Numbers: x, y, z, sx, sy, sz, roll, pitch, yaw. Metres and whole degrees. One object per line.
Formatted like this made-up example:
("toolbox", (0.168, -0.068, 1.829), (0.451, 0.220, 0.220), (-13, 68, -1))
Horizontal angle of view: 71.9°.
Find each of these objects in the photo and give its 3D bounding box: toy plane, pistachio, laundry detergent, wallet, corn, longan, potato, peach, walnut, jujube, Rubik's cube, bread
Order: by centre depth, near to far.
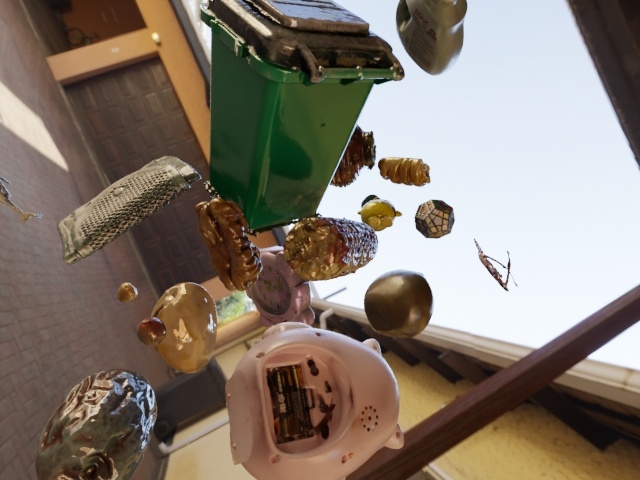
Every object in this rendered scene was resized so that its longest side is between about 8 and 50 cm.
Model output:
("corn", (0.032, 0.009, 0.723), (0.098, 0.098, 0.289), (63, 18, 8))
("walnut", (-0.157, 0.005, 0.779), (0.142, 0.069, 0.171), (-2, -70, 49))
("jujube", (-0.515, 0.438, 1.032), (0.215, 0.247, 0.308), (39, -1, -20))
("wallet", (-0.468, -0.094, 1.058), (0.237, 0.342, 0.075), (33, -25, 51))
("Rubik's cube", (0.303, -0.057, 1.174), (0.111, 0.093, 0.111), (51, -19, 25))
("peach", (-0.481, 0.258, 1.260), (0.083, 0.083, 0.083), (57, -18, 29))
("laundry detergent", (0.334, -0.675, 1.321), (0.264, 0.124, 0.398), (51, 3, 5))
("bread", (0.261, -0.212, 1.361), (0.177, 0.119, 0.084), (14, -83, 30))
("toy plane", (-1.035, -0.145, 1.415), (0.273, 0.107, 0.182), (47, -13, -26))
("pistachio", (-0.457, 0.291, 1.485), (0.230, 0.229, 0.309), (-145, -132, -62))
("potato", (-0.723, 0.197, 1.650), (0.068, 0.083, 0.062), (50, 10, 13))
("longan", (0.318, 0.252, 1.772), (0.289, 0.288, 0.350), (65, -17, 2))

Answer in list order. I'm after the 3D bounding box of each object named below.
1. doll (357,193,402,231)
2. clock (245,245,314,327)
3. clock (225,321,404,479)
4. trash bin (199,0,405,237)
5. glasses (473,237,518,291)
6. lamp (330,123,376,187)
("doll", (0.264, -0.125, 1.989), (0.363, 0.199, 0.146), (-81, 175, -71))
("clock", (-0.163, 0.185, 1.698), (0.295, 0.113, 0.323), (-6, -77, 37))
("clock", (0.001, 0.352, 0.969), (0.251, 0.375, 0.369), (125, -42, -54))
("trash bin", (-0.058, -0.212, 0.783), (0.295, 0.259, 0.381), (49, -41, 32))
("glasses", (0.643, 0.075, 1.622), (0.255, 0.095, 0.162), (46, 15, -30))
("lamp", (0.067, -0.288, 1.418), (0.247, 0.246, 0.247), (57, -18, 29))
